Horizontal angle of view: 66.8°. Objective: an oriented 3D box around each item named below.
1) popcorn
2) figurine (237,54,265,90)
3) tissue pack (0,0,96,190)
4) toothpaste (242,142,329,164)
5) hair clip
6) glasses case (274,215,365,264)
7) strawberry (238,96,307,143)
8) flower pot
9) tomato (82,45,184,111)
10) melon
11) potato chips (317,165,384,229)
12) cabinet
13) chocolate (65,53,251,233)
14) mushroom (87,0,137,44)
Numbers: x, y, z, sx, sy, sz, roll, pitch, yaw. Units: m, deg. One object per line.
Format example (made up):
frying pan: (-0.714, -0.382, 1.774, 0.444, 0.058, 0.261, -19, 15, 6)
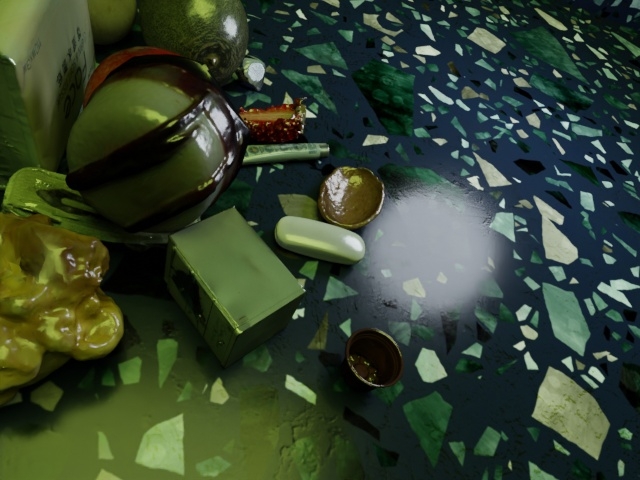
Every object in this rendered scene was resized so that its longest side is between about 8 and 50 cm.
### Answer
popcorn: (-0.455, 0.070, 0.673, 0.315, 0.281, 0.297, -23, 83, -19)
figurine: (-0.181, -0.432, 1.256, 0.082, 0.086, 0.094, -49, 124, -24)
tissue pack: (-0.556, -0.339, 0.872, 0.205, 0.332, 0.405, 8, 54, -14)
toothpaste: (-0.092, -0.207, 1.148, 0.239, 0.039, 0.062, -7, 55, -24)
hair clip: (-0.388, -0.040, 0.883, 0.321, 0.091, 0.138, 12, 43, -28)
glasses case: (0.000, 0.000, 1.026, 0.197, 0.049, 0.076, 14, 52, -12)
strawberry: (-0.130, -0.280, 1.171, 0.208, 0.087, 0.167, -2, 32, 7)
flower pot: (0.082, 0.225, 0.871, 0.111, 0.089, 0.111, 11, 52, -14)
tomato: (-0.324, -0.252, 0.956, 0.264, 0.265, 0.265, 11, 53, -14)
melon: (-0.305, -0.522, 1.163, 0.248, 0.249, 0.329, -13, 60, -29)
potato chips: (0.069, -0.096, 1.124, 0.150, 0.049, 0.202, 17, 54, -3)
cabinet: (-0.160, 0.079, 0.845, 0.150, 0.145, 0.206, -30, 70, -35)
chocolate: (-0.259, -0.134, 0.775, 0.283, 0.284, 0.186, 12, 29, -13)
mushroom: (-0.552, -0.569, 1.157, 0.204, 0.204, 0.204, 11, 53, -14)
